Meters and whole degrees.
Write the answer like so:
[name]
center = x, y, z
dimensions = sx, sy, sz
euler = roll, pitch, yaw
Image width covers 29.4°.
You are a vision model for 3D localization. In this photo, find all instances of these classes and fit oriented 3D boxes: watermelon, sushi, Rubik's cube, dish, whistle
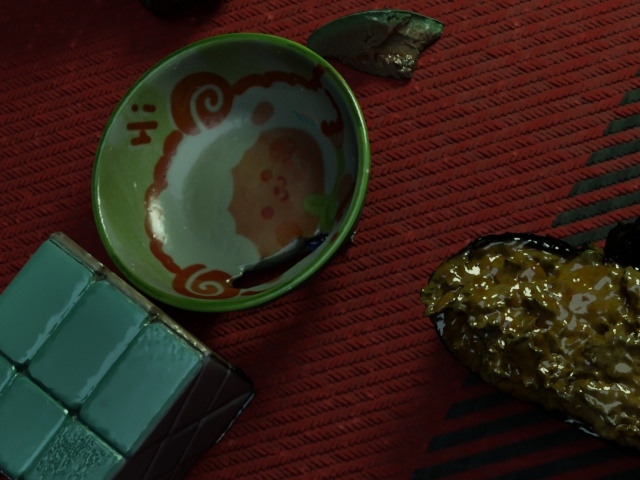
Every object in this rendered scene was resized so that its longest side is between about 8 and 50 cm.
[watermelon]
center = 0.054, -0.243, 1.449
dimensions = 0.155, 0.101, 0.080
euler = 12, 88, 22
[sushi]
center = 0.286, 0.086, 1.251
dimensions = 0.349, 0.207, 0.234
euler = 21, 85, 16
[Rubik's cube]
center = -0.237, 0.163, 1.297
dimensions = 0.225, 0.221, 0.231
euler = 36, 82, 16
[dish]
center = -0.087, -0.063, 1.385
dimensions = 0.324, 0.124, 0.324
euler = -5, 73, 15
[whistle]
center = 0.000, 0.000, 1.410
dimensions = 0.083, 0.029, 0.033
euler = -16, 35, -1

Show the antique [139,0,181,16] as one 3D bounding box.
[antique]
center = -0.215, -0.370, 1.460
dimensions = 0.257, 0.143, 0.121
euler = 35, 79, -16
